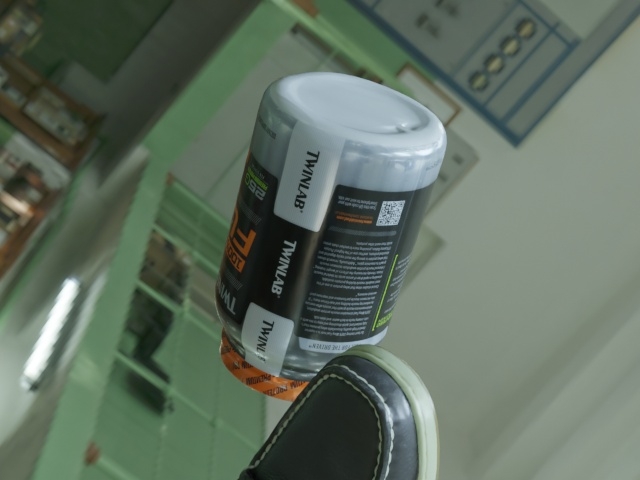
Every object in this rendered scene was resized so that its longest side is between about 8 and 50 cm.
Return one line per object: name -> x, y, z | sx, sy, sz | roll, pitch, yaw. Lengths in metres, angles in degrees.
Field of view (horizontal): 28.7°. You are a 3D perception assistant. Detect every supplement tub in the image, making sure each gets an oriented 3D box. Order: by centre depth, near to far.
supplement tub -> 0.000, 0.000, 0.789 | 0.117, 0.117, 0.190 | -80, -175, -65

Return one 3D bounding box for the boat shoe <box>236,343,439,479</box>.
boat shoe -> -0.020, 0.147, 0.545 | 0.073, 0.080, 0.223 | -11, 132, -49
